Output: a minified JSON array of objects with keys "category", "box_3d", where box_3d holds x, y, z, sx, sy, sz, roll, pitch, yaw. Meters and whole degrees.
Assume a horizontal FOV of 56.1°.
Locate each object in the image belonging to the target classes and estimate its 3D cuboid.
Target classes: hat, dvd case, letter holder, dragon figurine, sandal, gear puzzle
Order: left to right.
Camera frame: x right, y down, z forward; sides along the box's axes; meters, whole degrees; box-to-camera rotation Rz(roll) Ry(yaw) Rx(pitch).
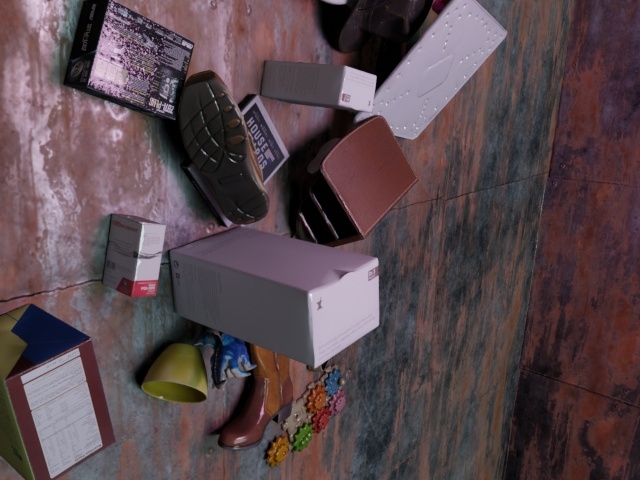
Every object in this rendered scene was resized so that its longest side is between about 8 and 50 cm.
[{"category":"dragon figurine","box_3d":[-0.204,0.221,1.246,0.289,0.085,0.144,-16,84,-80]},{"category":"dvd case","box_3d":[-0.175,-0.173,1.300,0.239,0.029,0.179,-53,137,-25]},{"category":"gear puzzle","box_3d":[-0.032,0.506,1.695,0.339,0.044,0.175,-36,128,-39]},{"category":"sandal","box_3d":[0.000,0.000,1.531,0.090,0.060,0.219,-60,141,-39]},{"category":"letter holder","box_3d":[0.074,-0.153,1.486,0.302,0.152,0.214,-45,111,-42]},{"category":"hat","box_3d":[0.187,-0.560,1.420,0.331,0.134,0.331,-53,174,-9]}]

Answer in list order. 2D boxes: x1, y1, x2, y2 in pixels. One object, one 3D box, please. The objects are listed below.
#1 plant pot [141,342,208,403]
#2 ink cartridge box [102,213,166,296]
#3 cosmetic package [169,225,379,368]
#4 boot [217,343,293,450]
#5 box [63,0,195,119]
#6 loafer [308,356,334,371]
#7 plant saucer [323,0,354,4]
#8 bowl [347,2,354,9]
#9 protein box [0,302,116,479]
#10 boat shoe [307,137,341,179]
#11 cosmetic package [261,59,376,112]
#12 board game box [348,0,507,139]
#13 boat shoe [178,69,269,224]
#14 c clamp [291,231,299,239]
[{"category":"plant pot","box_3d":[-0.291,0.270,1.242,0.134,0.134,0.095,51,37,-47]},{"category":"ink cartridge box","box_3d":[-0.342,0.026,1.101,0.056,0.099,0.135,2,101,-52]},{"category":"cosmetic package","box_3d":[-0.095,0.094,1.200,0.217,0.385,0.156,-22,118,-45]},{"category":"boot","box_3d":[-0.150,0.337,1.452,0.264,0.096,0.280,-16,114,-48]},{"category":"box","box_3d":[-0.323,-0.305,1.030,0.180,0.077,0.147,12,93,-52]},{"category":"loafer","box_3d":[0.019,0.306,1.687,0.056,0.050,0.148,42,69,-49]},{"category":"plant saucer","box_3d":[0.009,-0.718,1.287,0.400,0.100,0.400,-20,117,-47]},{"category":"bowl","box_3d":[0.104,-0.643,1.472,0.142,0.053,0.142,31,79,-51]},{"category":"protein box","box_3d":[-0.453,0.239,0.952,0.136,0.200,0.201,-27,122,-44]},{"category":"boat shoe","box_3d":[0.016,-0.206,1.514,0.125,0.046,0.038,-54,138,-21]},{"category":"cosmetic package","box_3d":[-0.007,-0.332,1.291,0.117,0.231,0.085,-3,104,-52]},{"category":"board game box","box_3d":[0.284,-0.442,1.567,0.390,0.050,0.390,-48,159,24]},{"category":"boat shoe","box_3d":[-0.187,-0.181,1.175,0.120,0.122,0.324,-97,175,-49]},{"category":"c clamp","box_3d":[-0.048,0.053,1.540,0.137,0.022,0.161,-50,135,-30]}]
